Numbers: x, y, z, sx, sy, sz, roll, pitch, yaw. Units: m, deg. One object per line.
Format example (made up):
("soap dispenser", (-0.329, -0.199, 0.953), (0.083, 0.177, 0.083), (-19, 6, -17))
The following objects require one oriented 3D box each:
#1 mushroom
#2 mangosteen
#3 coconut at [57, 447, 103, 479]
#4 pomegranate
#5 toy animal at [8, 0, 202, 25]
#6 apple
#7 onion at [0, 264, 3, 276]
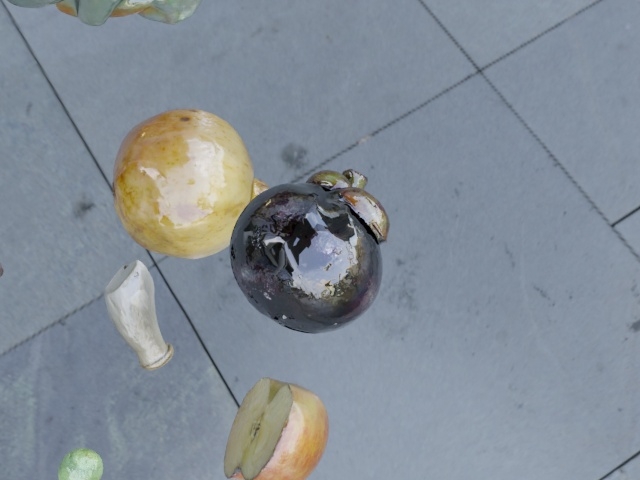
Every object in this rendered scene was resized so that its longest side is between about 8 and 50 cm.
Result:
("mushroom", (-0.399, 0.163, 1.756), (0.108, 0.096, 0.247), (-21, 109, -22))
("mangosteen", (0.000, 0.000, 1.086), (0.211, 0.211, 0.250), (30, 61, 15))
("coconut", (-0.489, 0.468, 1.645), (0.088, 0.096, 0.088), (15, 36, -11))
("pomegranate", (-0.314, -0.137, 2.039), (0.410, 0.410, 0.410), (-1, 68, 3))
("toy animal", (-0.147, -0.231, 0.639), (0.127, 0.251, 0.125), (10, 102, 40))
("apple", (-0.081, 0.450, 1.820), (0.163, 0.293, 0.251), (26, 78, -20))
("onion", (-1.000, 0.011, 2.066), (0.398, 0.420, 0.398), (-13, 72, 44))
